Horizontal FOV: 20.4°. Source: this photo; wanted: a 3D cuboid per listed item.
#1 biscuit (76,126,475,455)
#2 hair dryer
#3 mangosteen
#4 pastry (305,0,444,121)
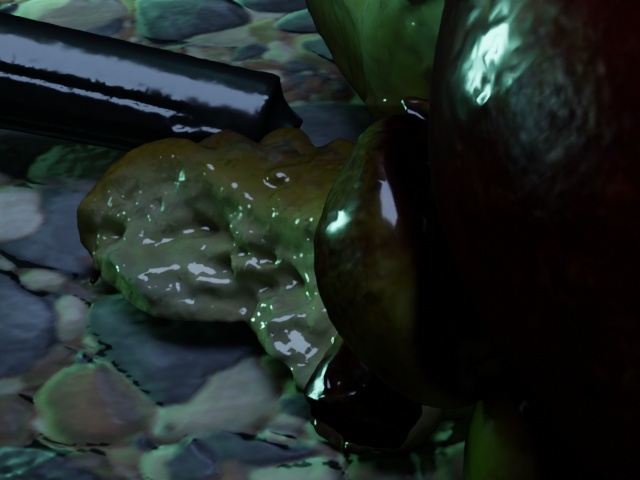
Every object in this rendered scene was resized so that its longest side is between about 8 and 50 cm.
[{"bbox_3d":[0.000,0.000,0.619,0.118,0.061,0.183,-25,36,-38],"label":"biscuit"},{"bbox_3d":[-0.148,-0.096,0.779,0.302,0.116,0.244,14,31,5],"label":"hair dryer"},{"bbox_3d":[0.102,-0.007,0.462,0.257,0.215,0.215,-40,16,26],"label":"mangosteen"},{"bbox_3d":[0.145,-0.112,0.732,0.329,0.136,0.330,0,28,0],"label":"pastry"}]
